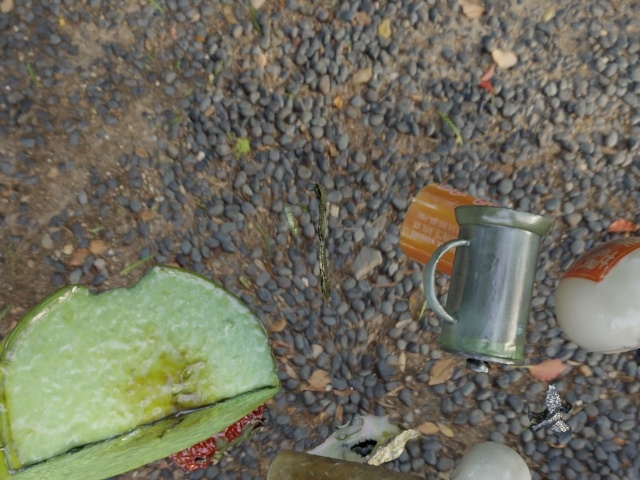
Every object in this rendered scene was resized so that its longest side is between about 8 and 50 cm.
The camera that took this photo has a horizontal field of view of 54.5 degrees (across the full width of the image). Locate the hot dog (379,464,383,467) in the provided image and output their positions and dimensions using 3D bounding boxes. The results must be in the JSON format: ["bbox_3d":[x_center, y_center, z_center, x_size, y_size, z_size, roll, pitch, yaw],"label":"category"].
[{"bbox_3d":[0.037,0.514,1.209,0.135,0.337,0.100,-24,78,25],"label":"hot dog"}]

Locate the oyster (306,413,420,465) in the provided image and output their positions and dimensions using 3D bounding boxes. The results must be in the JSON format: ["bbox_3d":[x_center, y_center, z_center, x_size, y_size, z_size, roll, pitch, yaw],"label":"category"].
[{"bbox_3d":[0.050,0.356,1.019,0.209,0.133,0.071,-32,110,-31],"label":"oyster"}]

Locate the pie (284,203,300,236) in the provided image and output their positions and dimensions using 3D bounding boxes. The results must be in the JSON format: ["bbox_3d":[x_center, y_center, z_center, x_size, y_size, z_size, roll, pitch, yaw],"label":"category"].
[{"bbox_3d":[-0.070,-0.048,1.491,0.020,0.084,0.084,-18,76,0],"label":"pie"}]

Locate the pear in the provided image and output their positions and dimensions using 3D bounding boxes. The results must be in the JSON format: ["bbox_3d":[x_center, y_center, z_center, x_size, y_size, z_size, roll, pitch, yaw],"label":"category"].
[{"bbox_3d":[-0.209,0.157,0.680,0.293,0.292,0.159,-24,67,-3],"label":"pear"}]

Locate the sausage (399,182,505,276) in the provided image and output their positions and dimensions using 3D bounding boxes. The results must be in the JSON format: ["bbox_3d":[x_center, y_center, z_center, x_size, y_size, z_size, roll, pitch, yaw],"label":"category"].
[{"bbox_3d":[0.396,-0.006,1.683,0.287,0.233,0.233,27,78,34],"label":"sausage"}]

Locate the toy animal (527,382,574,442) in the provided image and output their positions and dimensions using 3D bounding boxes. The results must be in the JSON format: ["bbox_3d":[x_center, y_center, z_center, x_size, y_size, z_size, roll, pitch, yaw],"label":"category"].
[{"bbox_3d":[0.541,0.412,1.457,0.108,0.220,0.062,-14,36,16],"label":"toy animal"}]

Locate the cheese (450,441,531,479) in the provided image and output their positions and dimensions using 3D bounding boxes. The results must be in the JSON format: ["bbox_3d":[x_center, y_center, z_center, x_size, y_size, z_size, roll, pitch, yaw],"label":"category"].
[{"bbox_3d":[0.357,0.518,1.306,0.154,0.188,0.198,31,39,35],"label":"cheese"}]

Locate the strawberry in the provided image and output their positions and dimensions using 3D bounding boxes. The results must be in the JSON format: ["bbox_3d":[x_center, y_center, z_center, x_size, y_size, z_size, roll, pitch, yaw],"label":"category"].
[{"bbox_3d":[-0.249,0.341,1.380,0.254,0.150,0.280,-16,53,-18],"label":"strawberry"}]

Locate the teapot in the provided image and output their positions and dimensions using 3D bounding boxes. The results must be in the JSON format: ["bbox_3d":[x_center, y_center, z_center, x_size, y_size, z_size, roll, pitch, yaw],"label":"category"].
[{"bbox_3d":[0.331,0.102,1.288,0.271,0.200,0.336,12,85,-27],"label":"teapot"}]

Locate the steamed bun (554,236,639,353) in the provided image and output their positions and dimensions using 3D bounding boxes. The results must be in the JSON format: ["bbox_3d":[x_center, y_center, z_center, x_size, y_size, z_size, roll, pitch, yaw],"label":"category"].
[{"bbox_3d":[0.799,0.125,1.664,0.375,0.374,0.241,-35,89,-6],"label":"steamed bun"}]

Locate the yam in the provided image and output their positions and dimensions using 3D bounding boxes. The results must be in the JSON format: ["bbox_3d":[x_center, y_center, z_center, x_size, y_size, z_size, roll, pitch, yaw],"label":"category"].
[{"bbox_3d":[0.092,0.286,0.650,0.357,0.081,0.081,1,75,31],"label":"yam"}]

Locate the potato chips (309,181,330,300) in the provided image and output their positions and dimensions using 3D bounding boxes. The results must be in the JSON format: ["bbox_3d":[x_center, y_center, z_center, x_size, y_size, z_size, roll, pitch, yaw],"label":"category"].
[{"bbox_3d":[0.004,0.000,1.144,0.029,0.202,0.219,-5,90,4],"label":"potato chips"}]
